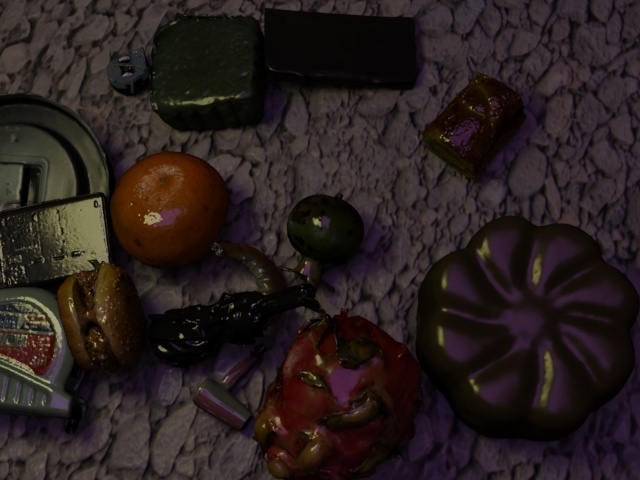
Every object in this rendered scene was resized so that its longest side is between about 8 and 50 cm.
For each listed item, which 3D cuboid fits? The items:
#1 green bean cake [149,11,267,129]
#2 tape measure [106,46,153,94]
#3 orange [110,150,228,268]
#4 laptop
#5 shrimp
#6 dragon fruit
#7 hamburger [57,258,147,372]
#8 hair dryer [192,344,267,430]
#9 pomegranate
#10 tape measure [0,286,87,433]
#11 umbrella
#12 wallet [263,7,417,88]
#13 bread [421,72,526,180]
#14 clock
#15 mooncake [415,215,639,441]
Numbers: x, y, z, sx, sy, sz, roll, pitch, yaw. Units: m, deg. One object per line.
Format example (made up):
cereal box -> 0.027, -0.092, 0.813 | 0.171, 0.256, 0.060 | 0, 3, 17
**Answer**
green bean cake -> -0.223, -0.335, 1.779 | 0.227, 0.125, 0.222 | -1, 71, 6
tape measure -> -0.385, -0.341, 1.830 | 0.094, 0.054, 0.091 | -27, 63, -8
orange -> -0.273, -0.054, 1.650 | 0.224, 0.170, 0.224 | -2, 59, 3
laptop -> -0.482, -0.001, 1.629 | 0.207, 0.026, 0.154 | -10, 81, 2
shrimp -> -0.130, 0.071, 1.605 | 0.166, 0.049, 0.161 | 36, 40, -24
dragon fruit -> 0.019, 0.270, 1.461 | 0.291, 0.269, 0.250 | -43, 62, -15
hamburger -> -0.371, 0.138, 1.554 | 0.118, 0.182, 0.191 | -17, 34, 9
hair dryer -> -0.143, 0.247, 1.592 | 0.106, 0.054, 0.154 | 29, 70, 10
pomegranate -> 0.003, -0.002, 1.636 | 0.148, 0.148, 0.169 | 25, 110, 13
tape measure -> -0.529, 0.208, 1.596 | 0.243, 0.125, 0.246 | 5, 73, 3
umbrella -> -0.156, 0.134, 1.545 | 0.340, 0.118, 0.118 | -22, 66, 27
wallet -> 0.040, -0.381, 1.787 | 0.309, 0.042, 0.165 | 2, 70, -10
bread -> 0.292, -0.220, 1.701 | 0.132, 0.103, 0.172 | 38, 79, 20
clock -> -0.575, -0.086, 1.703 | 0.386, 0.076, 0.386 | -1, 80, 4
mooncake -> 0.344, 0.146, 1.506 | 0.378, 0.201, 0.378 | -2, 70, 5
